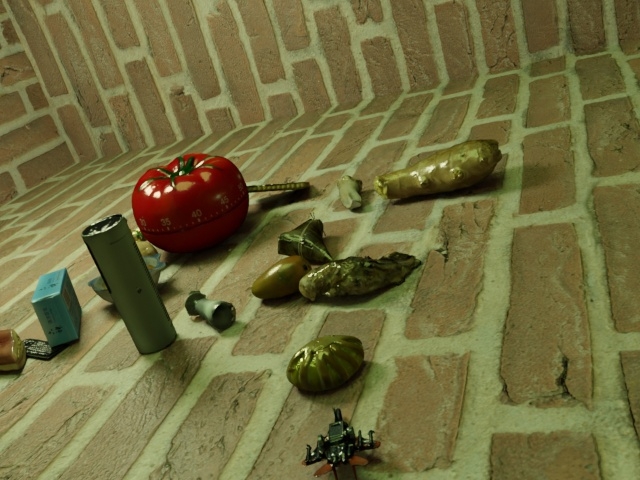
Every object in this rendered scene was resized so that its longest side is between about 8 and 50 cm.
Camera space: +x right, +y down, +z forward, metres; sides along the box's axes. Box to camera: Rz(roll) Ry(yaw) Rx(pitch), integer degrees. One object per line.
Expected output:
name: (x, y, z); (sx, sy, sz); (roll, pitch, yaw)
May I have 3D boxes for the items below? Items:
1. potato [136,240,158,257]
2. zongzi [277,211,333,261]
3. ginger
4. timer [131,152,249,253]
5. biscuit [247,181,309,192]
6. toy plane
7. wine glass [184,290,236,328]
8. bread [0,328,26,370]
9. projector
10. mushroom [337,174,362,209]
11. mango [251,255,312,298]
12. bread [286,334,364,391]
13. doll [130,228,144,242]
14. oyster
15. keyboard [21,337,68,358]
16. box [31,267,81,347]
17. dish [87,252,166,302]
potato: (-0.584, 0.056, 2.089); (0.147, 0.112, 0.112); (-17, 20, 27)
zongzi: (0.000, 0.000, 1.841); (0.184, 0.084, 0.187); (14, 31, 28)
ginger: (0.354, -0.226, 1.988); (0.375, 0.166, 0.236); (1, 37, 26)
timer: (-0.420, -0.119, 2.150); (0.378, 0.279, 0.378); (-13, 24, 6)
biscuit: (-0.167, -0.189, 2.349); (0.254, 0.029, 0.172); (-3, 5, 3)
toy plane: (0.030, 0.319, 1.076); (0.130, 0.061, 0.189); (-17, 22, 4)
wine glass: (-0.277, 0.171, 1.638); (0.072, 0.072, 0.155); (-31, 25, -30)
bread: (-0.849, 0.299, 1.753); (0.192, 0.067, 0.119); (-6, 46, 25)
projector: (-0.450, 0.107, 1.563); (0.108, 0.337, 0.108); (-15, 24, 7)
mushroom: (0.100, -0.147, 2.114); (0.084, 0.071, 0.209); (14, 25, -8)
mango: (-0.098, 0.099, 1.650); (0.163, 0.089, 0.111); (-29, -3, -5)
bread: (0.008, 0.244, 1.261); (0.157, 0.083, 0.094); (-14, 35, 6)
doll: (-0.687, -0.009, 2.402); (0.113, 0.077, 0.078); (10, 49, -7)
oyster: (0.100, 0.069, 1.586); (0.294, 0.094, 0.166); (-20, 13, -23)
keyboard: (-0.771, 0.292, 1.792); (0.196, 0.015, 0.074); (1, 29, 36)
box: (-0.731, 0.183, 1.832); (0.083, 0.142, 0.232); (-19, 20, -13)
dish: (-0.546, 0.125, 1.923); (0.236, 0.086, 0.228); (-2, 26, 34)
